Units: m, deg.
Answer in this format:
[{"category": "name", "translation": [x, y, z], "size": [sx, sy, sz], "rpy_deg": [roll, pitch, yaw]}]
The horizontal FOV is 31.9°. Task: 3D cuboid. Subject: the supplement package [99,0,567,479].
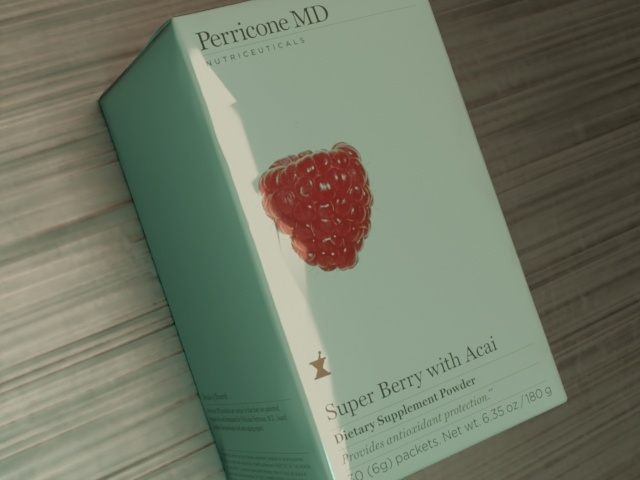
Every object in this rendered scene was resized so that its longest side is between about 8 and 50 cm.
[{"category": "supplement package", "translation": [0.000, 0.000, 0.731], "size": [0.177, 0.175, 0.293], "rpy_deg": [-19, 89, -26]}]
